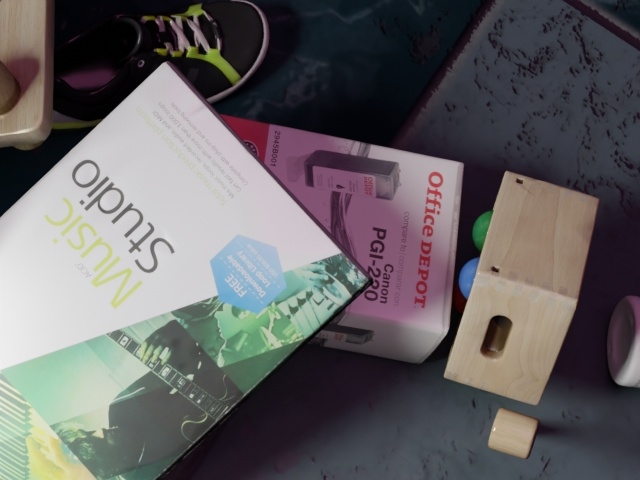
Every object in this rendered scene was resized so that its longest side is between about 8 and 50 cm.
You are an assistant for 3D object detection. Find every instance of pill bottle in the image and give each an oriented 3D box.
[{"bbox_3d":[0.319,0.091,1.607,0.137,0.078,0.078,6,68,-11],"label":"pill bottle"}]

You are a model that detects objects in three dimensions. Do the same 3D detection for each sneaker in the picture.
[{"bbox_3d":[-0.141,-0.150,1.582,0.234,0.097,0.084,-23,76,-20],"label":"sneaker"}]

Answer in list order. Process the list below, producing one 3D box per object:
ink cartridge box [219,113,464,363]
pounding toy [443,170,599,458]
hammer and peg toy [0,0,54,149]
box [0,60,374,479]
[{"bbox_3d":[0.000,0.000,1.561,0.218,0.092,0.158,11,67,-11],"label":"ink cartridge box"},{"bbox_3d":[0.144,0.082,1.529,0.094,0.181,0.206,17,44,4],"label":"pounding toy"},{"bbox_3d":[-0.327,-0.234,1.510,0.266,0.127,0.361,-5,69,11],"label":"hammer and peg toy"},{"bbox_3d":[-0.153,0.055,1.453,0.322,0.058,0.232,-44,83,3],"label":"box"}]
